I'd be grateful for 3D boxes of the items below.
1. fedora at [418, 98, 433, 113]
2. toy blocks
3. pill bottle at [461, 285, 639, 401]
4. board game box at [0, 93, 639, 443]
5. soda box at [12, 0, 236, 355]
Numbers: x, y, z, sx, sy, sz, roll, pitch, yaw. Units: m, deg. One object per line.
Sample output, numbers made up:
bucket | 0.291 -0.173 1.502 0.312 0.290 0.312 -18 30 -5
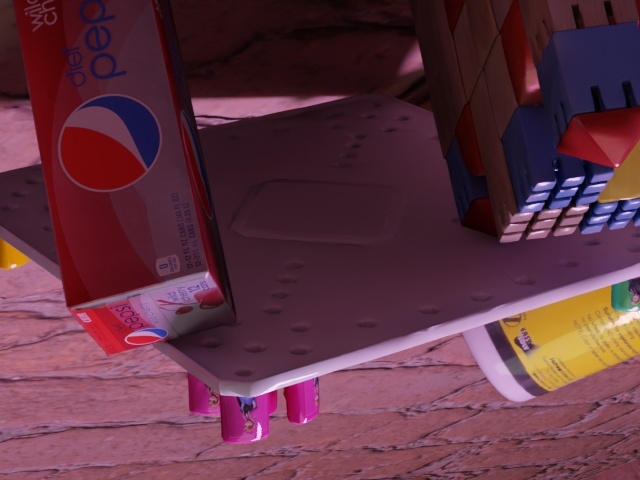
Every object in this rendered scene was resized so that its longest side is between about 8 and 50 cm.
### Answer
fedora | 0.123 -0.082 1.535 0.194 0.079 0.194 -23 168 -5
toy blocks | 0.141 -0.122 1.097 0.191 0.261 0.381 -8 161 -9
pill bottle | 0.305 0.018 1.803 0.334 0.188 0.188 -25 160 17
board game box | 0.000 0.000 1.249 0.390 0.050 0.390 -14 -154 -32
soda box | -0.120 -0.074 1.051 0.083 0.263 0.092 -15 157 3
